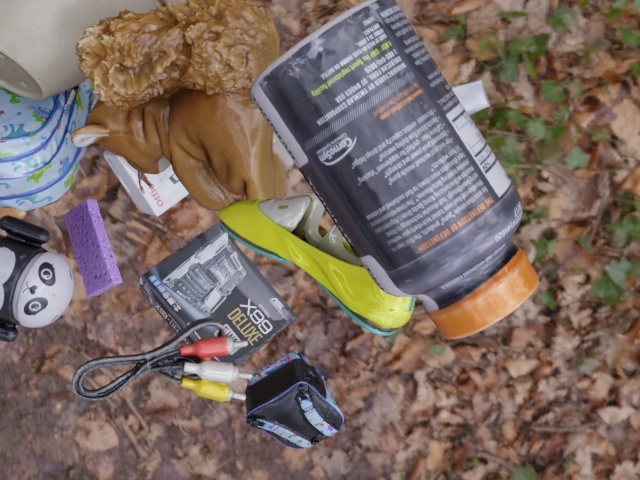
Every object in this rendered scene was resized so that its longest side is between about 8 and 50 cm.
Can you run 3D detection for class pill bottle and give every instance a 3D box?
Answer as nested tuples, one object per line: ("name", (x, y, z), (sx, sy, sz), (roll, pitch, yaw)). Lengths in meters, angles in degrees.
("pill bottle", (0.064, -0.047, 0.629), (0.130, 0.130, 0.245), (-35, 95, -12))

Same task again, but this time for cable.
("cable", (-0.256, 0.198, 1.359), (0.287, 0.072, 0.139), (0, 96, -19))

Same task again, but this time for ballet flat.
("ballet flat", (0.000, 0.000, 0.784), (0.077, 0.231, 0.077), (-8, 125, -52))

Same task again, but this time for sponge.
("sponge", (-0.536, 0.018, 1.952), (0.031, 0.117, 0.210), (-10, 79, -47))

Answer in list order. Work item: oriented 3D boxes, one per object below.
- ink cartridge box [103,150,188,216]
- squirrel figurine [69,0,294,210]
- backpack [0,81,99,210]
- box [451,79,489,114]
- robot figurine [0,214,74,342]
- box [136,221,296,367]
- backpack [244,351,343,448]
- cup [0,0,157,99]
("ink cartridge box", (-0.292, -0.163, 1.619), (0.203, 0.086, 0.148), (-41, 118, -21))
("squirrel figurine", (-0.226, -0.231, 1.332), (0.281, 0.371, 0.397), (-66, 152, -29))
("backpack", (-0.592, -0.229, 1.633), (0.290, 0.273, 0.355), (3, 70, -5))
("box", (0.095, -0.147, 1.049), (0.186, 0.145, 0.038), (-19, 91, -22))
("robot figurine", (-0.655, 0.078, 1.729), (0.278, 0.173, 0.209), (17, 129, 5))
("box", (-0.245, 0.145, 1.984), (0.242, 0.076, 0.307), (-37, 85, -29))
("backpack", (-0.045, 0.323, 1.630), (0.158, 0.117, 0.173), (-34, 125, 16))
("cup", (-0.485, -0.386, 1.431), (0.331, 0.331, 0.237), (38, 68, -27))
